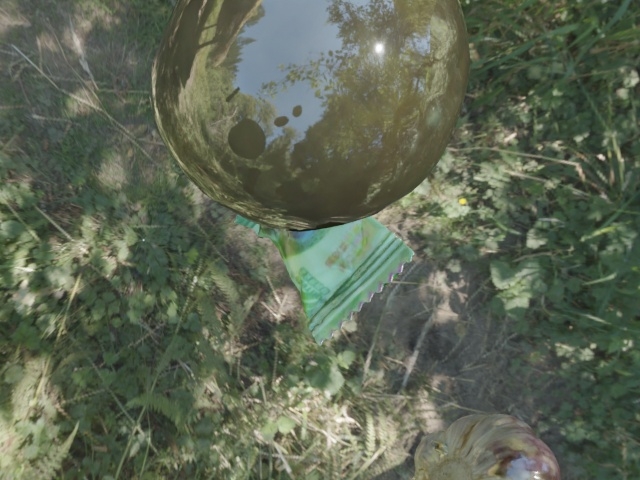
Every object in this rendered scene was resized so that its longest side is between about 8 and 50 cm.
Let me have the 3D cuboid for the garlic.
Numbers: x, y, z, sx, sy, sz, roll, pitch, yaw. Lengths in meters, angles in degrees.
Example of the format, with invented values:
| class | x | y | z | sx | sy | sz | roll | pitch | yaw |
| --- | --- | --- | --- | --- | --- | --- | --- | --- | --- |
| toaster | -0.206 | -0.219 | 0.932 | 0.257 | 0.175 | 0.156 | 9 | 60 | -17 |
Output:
| class | x | y | z | sx | sy | sz | roll | pitch | yaw |
| --- | --- | --- | --- | --- | --- | --- | --- | --- | --- |
| garlic | 0.218 | 0.349 | 0.778 | 0.160 | 0.245 | 0.245 | 34 | 81 | -23 |

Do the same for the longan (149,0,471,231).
| class | x | y | z | sx | sy | sz | roll | pitch | yaw |
| --- | --- | --- | --- | --- | --- | --- | --- | --- | --- |
| longan | -0.013 | -0.209 | 0.704 | 0.404 | 0.336 | 0.405 | 0 | 88 | 11 |

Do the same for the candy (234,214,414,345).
| class | x | y | z | sx | sy | sz | roll | pitch | yaw |
| --- | --- | --- | --- | --- | --- | --- | --- | --- | --- |
| candy | -0.004 | -0.002 | 1.203 | 0.172 | 0.398 | 0.263 | 17 | 116 | -39 |
